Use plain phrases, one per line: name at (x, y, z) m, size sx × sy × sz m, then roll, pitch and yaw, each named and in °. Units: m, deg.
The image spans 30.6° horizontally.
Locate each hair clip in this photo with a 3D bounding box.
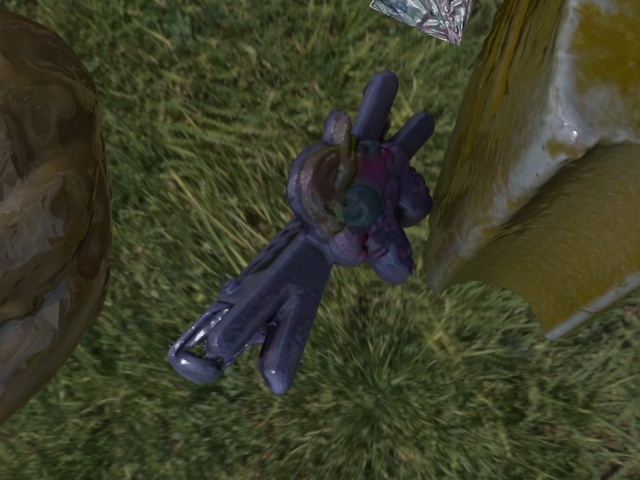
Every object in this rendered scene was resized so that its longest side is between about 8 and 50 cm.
hair clip at (0.004, 0.004, 0.862) m, size 0.137 × 0.090 × 0.278 m, roll 43°, pitch 79°, yaw -25°

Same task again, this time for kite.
kite at (0.110, -0.270, 1.196) m, size 0.139 × 0.011 × 0.157 m, roll -27°, pitch 91°, yaw 20°

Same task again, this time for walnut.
walnut at (-0.196, 0.006, 0.504) m, size 0.245 × 0.198 × 0.198 m, roll -40°, pitch 82°, yaw -18°

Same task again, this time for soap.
soap at (0.198, -0.111, 0.798) m, size 0.156 × 0.335 × 0.294 m, roll 22°, pitch 73°, yaw -1°
